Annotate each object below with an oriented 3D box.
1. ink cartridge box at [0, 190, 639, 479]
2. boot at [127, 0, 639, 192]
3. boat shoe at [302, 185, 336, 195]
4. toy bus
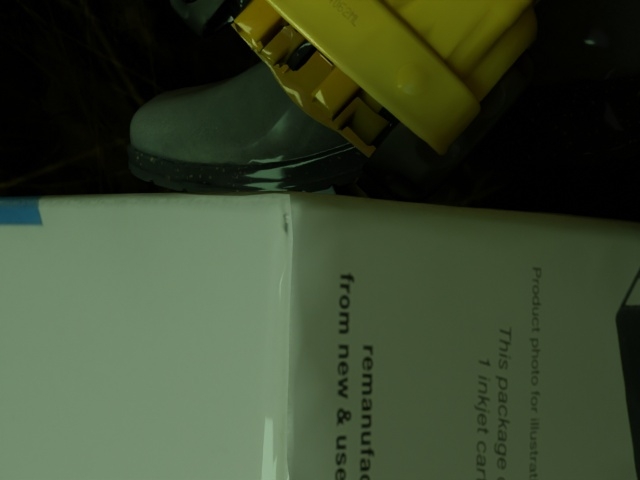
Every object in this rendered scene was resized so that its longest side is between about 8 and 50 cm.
[{"bbox_3d":[0.041,0.072,0.684,0.285,0.395,0.166,1,87,48],"label":"ink cartridge box"},{"bbox_3d":[0.029,-0.146,0.840,0.338,0.118,0.223,-6,103,30],"label":"boot"},{"bbox_3d":[0.000,0.000,0.973,0.100,0.035,0.035,67,161,-10],"label":"boat shoe"},{"bbox_3d":[0.050,-0.135,0.676,0.149,0.220,0.211,42,87,1],"label":"toy bus"}]
